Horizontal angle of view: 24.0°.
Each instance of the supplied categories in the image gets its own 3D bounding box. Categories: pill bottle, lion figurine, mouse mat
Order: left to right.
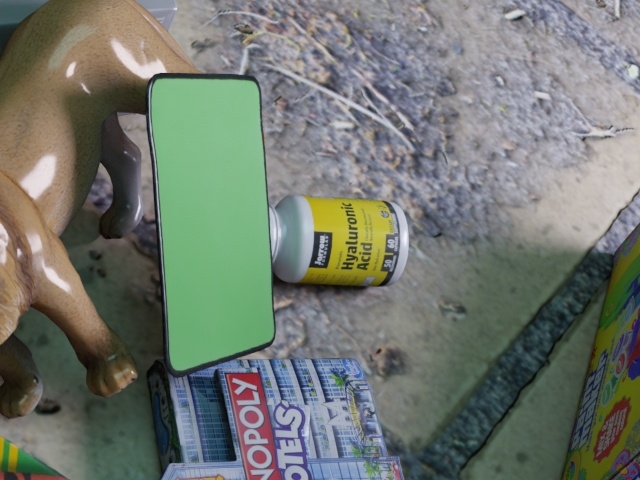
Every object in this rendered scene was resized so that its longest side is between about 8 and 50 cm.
[{"bbox_3d":[-0.176,-0.051,0.936,0.240,0.142,0.392,60,33,-34],"label":"lion figurine"},{"bbox_3d":[-0.068,-0.014,0.982,0.152,0.007,0.189,-11,97,-65],"label":"mouse mat"},{"bbox_3d":[0.000,0.000,1.097,0.116,0.065,0.065,3,56,-22],"label":"pill bottle"}]

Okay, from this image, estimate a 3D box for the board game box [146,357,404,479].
[{"bbox_3d":[-0.046,0.156,0.967,0.194,0.060,0.194,2,56,-25],"label":"board game box"}]

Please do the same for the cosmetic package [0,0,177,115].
[{"bbox_3d":[-0.234,-0.146,1.054,0.238,0.127,0.107,-10,60,-28],"label":"cosmetic package"}]

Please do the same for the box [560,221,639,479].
[{"bbox_3d":[0.349,0.125,1.098,0.279,0.177,0.290,26,50,-4],"label":"box"}]

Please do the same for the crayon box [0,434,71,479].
[{"bbox_3d":[-0.287,0.215,0.798,0.202,0.081,0.318,33,50,-1],"label":"crayon box"}]
